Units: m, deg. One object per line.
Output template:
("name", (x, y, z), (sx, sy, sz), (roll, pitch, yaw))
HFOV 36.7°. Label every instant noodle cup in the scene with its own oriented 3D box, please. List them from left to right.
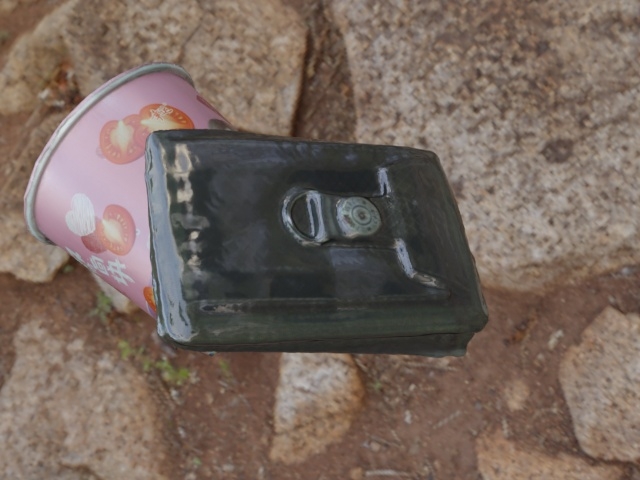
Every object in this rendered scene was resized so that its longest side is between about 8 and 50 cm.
("instant noodle cup", (-0.141, -0.022, 1.008), (0.231, 0.243, 0.243), (40, 94, 17))

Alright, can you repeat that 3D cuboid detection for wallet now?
("wallet", (0.000, 0.000, 0.677), (0.052, 0.245, 0.168), (-41, 52, 54))
